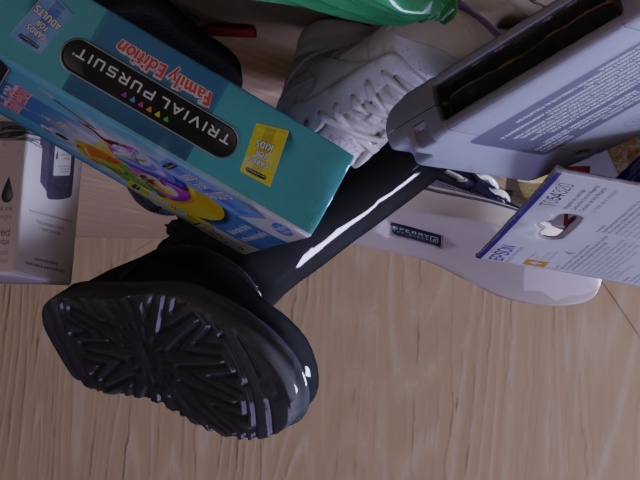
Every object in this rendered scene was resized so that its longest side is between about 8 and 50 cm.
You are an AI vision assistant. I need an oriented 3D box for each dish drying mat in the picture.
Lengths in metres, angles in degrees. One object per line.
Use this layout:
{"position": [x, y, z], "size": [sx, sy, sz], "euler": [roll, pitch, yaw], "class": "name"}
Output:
{"position": [-0.101, -0.193, 1.797], "size": [0.083, 0.008, 0.032], "euler": [2, 174, 1], "class": "dish drying mat"}

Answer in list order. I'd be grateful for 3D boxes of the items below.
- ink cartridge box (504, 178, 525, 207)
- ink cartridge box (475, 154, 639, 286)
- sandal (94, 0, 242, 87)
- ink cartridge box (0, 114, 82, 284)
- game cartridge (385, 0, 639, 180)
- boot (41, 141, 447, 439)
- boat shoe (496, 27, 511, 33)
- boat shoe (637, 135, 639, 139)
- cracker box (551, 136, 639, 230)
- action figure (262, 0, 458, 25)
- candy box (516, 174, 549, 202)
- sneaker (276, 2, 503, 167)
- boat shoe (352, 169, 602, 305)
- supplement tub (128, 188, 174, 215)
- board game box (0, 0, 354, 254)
{"position": [0.288, -0.032, 2.526], "size": [0.104, 0.180, 0.060], "euler": [3, 135, 12], "class": "ink cartridge box"}
{"position": [0.332, -0.020, 1.746], "size": [0.330, 0.071, 0.324], "euler": [11, 165, -5], "class": "ink cartridge box"}
{"position": [-0.135, -0.178, 1.741], "size": [0.097, 0.054, 0.254], "euler": [-11, 161, 11], "class": "sandal"}
{"position": [-0.329, -0.079, 1.937], "size": [0.172, 0.237, 0.100], "euler": [0, 172, 28], "class": "ink cartridge box"}
{"position": [0.218, -0.132, 1.514], "size": [0.198, 0.062, 0.297], "euler": [1, 157, -47], "class": "game cartridge"}
{"position": [-0.001, -0.001, 1.905], "size": [0.445, 0.146, 0.367], "euler": [-33, -151, -32], "class": "boot"}
{"position": [0.213, -0.126, 1.795], "size": [0.102, 0.108, 0.301], "euler": [-3, 169, 7], "class": "boat shoe"}
{"position": [0.340, -0.111, 1.695], "size": [0.083, 0.065, 0.183], "euler": [-13, 166, 38], "class": "boat shoe"}
{"position": [0.347, -0.086, 1.929], "size": [0.232, 0.155, 0.067], "euler": [0, 174, 27], "class": "cracker box"}
{"position": [0.011, -0.191, 1.402], "size": [0.232, 0.063, 0.137], "euler": [12, 169, -40], "class": "action figure"}
{"position": [0.330, -0.088, 2.326], "size": [0.183, 0.087, 0.316], "euler": [3, 176, 9], "class": "candy box"}
{"position": [0.058, -0.119, 1.658], "size": [0.114, 0.152, 0.305], "euler": [33, 162, -23], "class": "sneaker"}
{"position": [0.164, -0.049, 2.198], "size": [0.340, 0.158, 0.127], "euler": [19, 141, 6], "class": "boat shoe"}
{"position": [-0.169, -0.094, 2.393], "size": [0.117, 0.117, 0.190], "euler": [4, 175, -16], "class": "supplement tub"}
{"position": [-0.162, -0.108, 1.605], "size": [0.336, 0.079, 0.254], "euler": [30, 170, -10], "class": "board game box"}
